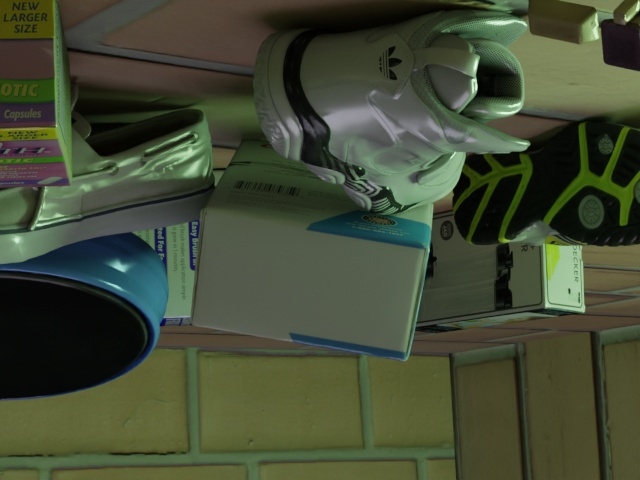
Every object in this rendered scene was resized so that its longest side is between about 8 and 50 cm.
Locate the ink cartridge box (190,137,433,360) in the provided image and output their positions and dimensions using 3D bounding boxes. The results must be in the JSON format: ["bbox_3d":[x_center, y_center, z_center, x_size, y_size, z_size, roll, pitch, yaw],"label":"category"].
[{"bbox_3d":[0.000,0.000,1.740,0.223,0.129,0.307,9,-163,3],"label":"ink cartridge box"}]

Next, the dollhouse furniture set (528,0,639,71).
[{"bbox_3d":[0.231,-0.207,1.364,0.114,0.091,0.081,17,-134,34],"label":"dollhouse furniture set"}]

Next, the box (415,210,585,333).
[{"bbox_3d":[0.239,0.035,2.385,0.087,0.169,0.290,9,167,-42],"label":"box"}]

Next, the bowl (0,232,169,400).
[{"bbox_3d":[-0.364,0.081,1.846,0.391,0.077,0.391,-3,153,-2],"label":"bowl"}]

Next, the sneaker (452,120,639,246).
[{"bbox_3d":[0.321,-0.063,1.935,0.147,0.145,0.385,-1,-178,-35],"label":"sneaker"}]

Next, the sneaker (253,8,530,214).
[{"bbox_3d":[0.107,-0.111,1.516,0.210,0.137,0.366,-5,168,26],"label":"sneaker"}]

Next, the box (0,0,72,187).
[{"bbox_3d":[-0.322,-0.121,1.401,0.213,0.117,0.243,-2,170,-6],"label":"box"}]

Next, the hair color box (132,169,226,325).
[{"bbox_3d":[-0.257,0.013,2.040,0.339,0.185,0.110,-1,170,-6],"label":"hair color box"}]

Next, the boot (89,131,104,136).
[{"bbox_3d":[-0.338,-0.049,1.837,0.223,0.118,0.338,2,169,-36],"label":"boot"}]

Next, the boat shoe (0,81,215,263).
[{"bbox_3d":[-0.259,-0.079,1.618,0.367,0.156,0.136,-11,-157,-33],"label":"boat shoe"}]
